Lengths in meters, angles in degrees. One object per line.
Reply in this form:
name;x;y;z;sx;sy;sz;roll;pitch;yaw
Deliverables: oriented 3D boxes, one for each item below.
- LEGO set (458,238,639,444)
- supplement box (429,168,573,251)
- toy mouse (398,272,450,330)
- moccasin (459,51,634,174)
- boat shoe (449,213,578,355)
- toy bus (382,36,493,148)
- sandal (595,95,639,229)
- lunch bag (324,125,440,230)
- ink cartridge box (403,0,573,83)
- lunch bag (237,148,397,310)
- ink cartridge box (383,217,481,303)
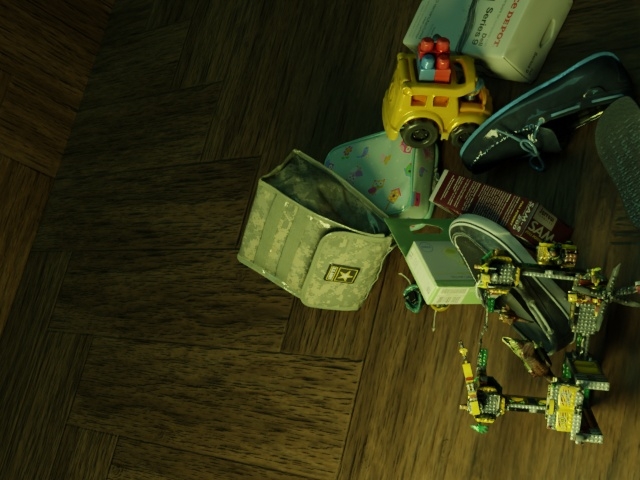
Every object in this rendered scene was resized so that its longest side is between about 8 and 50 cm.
LEGO set;0.342;0.170;1.500;0.255;0.192;0.331;13;100;5
supplement box;0.332;-0.049;1.789;0.239;0.130;0.073;26;88;49
toy mouse;0.212;0.090;1.907;0.143;0.031;0.161;19;83;47
moccasin;0.416;-0.215;1.790;0.342;0.138;0.116;-35;68;25
boat shoe;0.317;0.077;1.675;0.301;0.102;0.108;49;148;19
toy bus;0.244;-0.302;1.896;0.211;0.220;0.149;99;171;-48
sandal;0.547;-0.129;1.683;0.097;0.054;0.254;-24;65;36
lunch bag;0.126;-0.123;2.048;0.279;0.108;0.224;-11;61;41
ink cartridge box;0.344;-0.460;2.000;0.289;0.122;0.211;22;86;48
lunch bag;0.000;0.000;1.953;0.287;0.169;0.235;32;135;11
ink cartridge box;0.239;0.020;1.815;0.235;0.171;0.056;-112;33;-40
